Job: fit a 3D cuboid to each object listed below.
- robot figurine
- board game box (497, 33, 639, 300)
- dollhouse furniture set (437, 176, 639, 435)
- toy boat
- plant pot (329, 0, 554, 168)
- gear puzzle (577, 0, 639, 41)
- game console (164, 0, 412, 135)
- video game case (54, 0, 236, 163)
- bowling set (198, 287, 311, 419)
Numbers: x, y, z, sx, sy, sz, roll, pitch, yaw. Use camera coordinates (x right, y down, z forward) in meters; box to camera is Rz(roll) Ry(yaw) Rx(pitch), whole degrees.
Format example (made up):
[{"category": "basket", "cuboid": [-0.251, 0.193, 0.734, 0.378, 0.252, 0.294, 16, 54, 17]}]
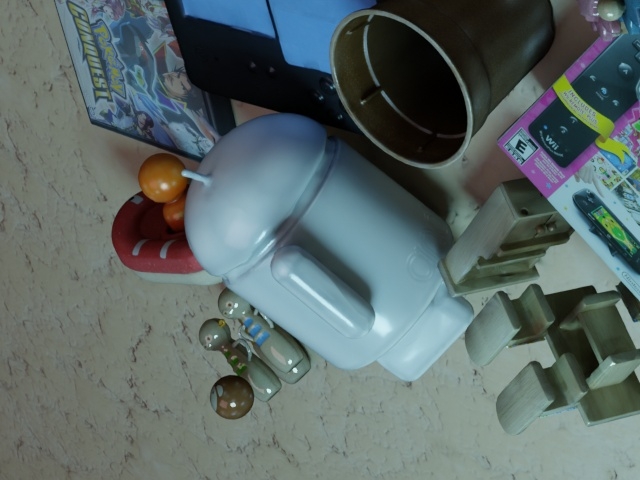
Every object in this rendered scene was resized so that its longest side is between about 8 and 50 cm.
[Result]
[{"category": "robot figurine", "cuboid": [0.000, 0.000, 1.937, 0.353, 0.300, 0.200, 37, 105, -16]}, {"category": "board game box", "cuboid": [0.320, -0.099, 1.609, 0.224, 0.097, 0.303, 48, 145, 4]}, {"category": "dollhouse furniture set", "cuboid": [0.235, 0.077, 1.788, 0.242, 0.212, 0.161, 68, 151, 23]}, {"category": "toy boat", "cuboid": [-0.169, -0.039, 2.180, 0.231, 0.151, 0.151, 1, 127, 51]}, {"category": "plant pot", "cuboid": [0.123, -0.181, 1.695, 0.167, 0.165, 0.167, 31, 143, 27]}, {"category": "gear puzzle", "cuboid": [0.210, -0.328, 1.437, 0.175, 0.044, 0.339, -160, 60, -82]}, {"category": "game console", "cuboid": [-0.049, -0.280, 1.838, 0.342, 0.060, 0.386, 14, 137, 31]}, {"category": "video game case", "cuboid": [-0.216, -0.229, 2.161, 0.248, 0.035, 0.275, 20, 136, 37]}, {"category": "bowling set", "cuboid": [-0.085, 0.105, 2.199, 0.154, 0.200, 0.287, 46, 143, 8]}]
